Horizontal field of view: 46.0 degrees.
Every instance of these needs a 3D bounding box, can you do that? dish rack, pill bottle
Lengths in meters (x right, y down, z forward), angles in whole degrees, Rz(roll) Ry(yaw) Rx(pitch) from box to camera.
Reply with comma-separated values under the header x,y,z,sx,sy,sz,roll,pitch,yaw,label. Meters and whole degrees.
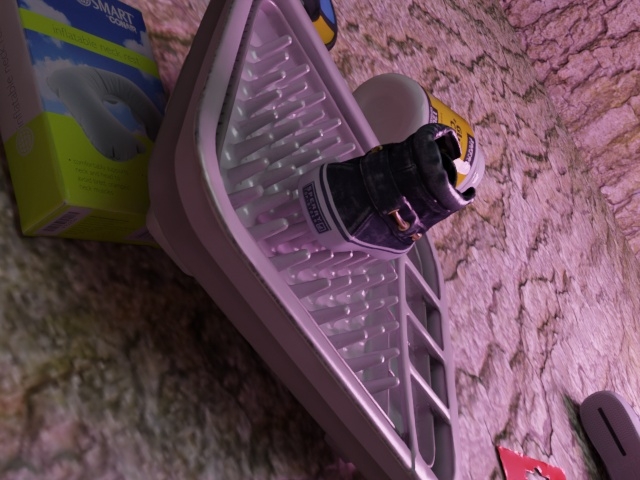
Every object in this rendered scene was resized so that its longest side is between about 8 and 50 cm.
x,y,z,sx,sy,sz,roll,pitch,yaw,label
0.000,0.000,0.514,0.333,0.072,0.285,57,25,-35,dish rack
0.108,-0.102,0.816,0.184,0.103,0.103,18,49,-53,pill bottle

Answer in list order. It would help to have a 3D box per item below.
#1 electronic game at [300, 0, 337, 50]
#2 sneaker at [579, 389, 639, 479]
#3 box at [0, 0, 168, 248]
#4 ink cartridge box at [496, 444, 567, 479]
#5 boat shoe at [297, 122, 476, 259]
x,y,z,sx,sy,sz,roll,pitch,yaw,label
-0.056,-0.290,0.772,0.229,0.048,0.229,41,34,-35,electronic game
0.430,0.318,0.985,0.091,0.094,0.258,21,46,-46,sneaker
-0.138,-0.086,0.441,0.109,0.042,0.178,8,58,-58,box
0.263,0.318,0.744,0.181,0.056,0.224,31,41,-46,ink cartridge box
0.059,-0.028,0.471,0.183,0.083,0.065,-8,79,-69,boat shoe
